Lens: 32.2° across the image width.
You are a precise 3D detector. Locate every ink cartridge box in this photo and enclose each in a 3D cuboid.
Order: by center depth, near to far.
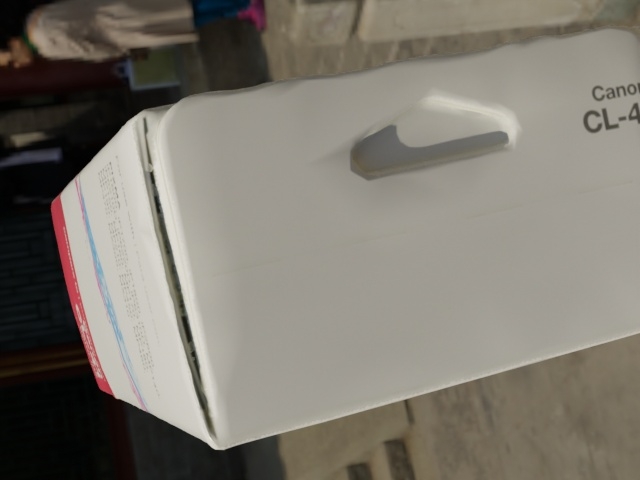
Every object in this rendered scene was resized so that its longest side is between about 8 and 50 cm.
[{"bbox_3d":[0.000,0.000,0.554,0.306,0.226,0.131,175,82,-72],"label":"ink cartridge box"}]
